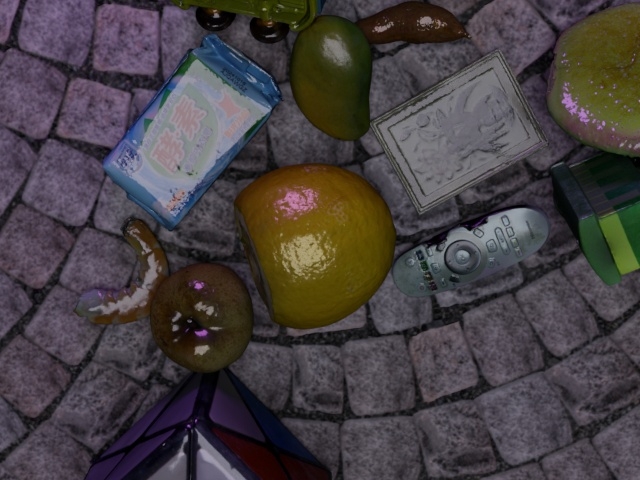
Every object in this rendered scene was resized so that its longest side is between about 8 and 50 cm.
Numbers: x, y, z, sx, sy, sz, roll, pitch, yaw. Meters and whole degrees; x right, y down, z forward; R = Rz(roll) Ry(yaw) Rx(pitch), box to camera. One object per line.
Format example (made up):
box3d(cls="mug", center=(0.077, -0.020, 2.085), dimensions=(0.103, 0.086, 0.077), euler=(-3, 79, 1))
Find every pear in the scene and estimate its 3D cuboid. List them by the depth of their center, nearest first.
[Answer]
box3d(cls="pear", center=(-0.180, 0.116, 1.369), dimensions=(0.167, 0.136, 0.167), euler=(1, 92, 18))

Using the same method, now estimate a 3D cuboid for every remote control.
box3d(cls="remote control", center=(0.234, 0.015, 1.403), dimensions=(0.256, 0.045, 0.097), euler=(-21, 101, 7))

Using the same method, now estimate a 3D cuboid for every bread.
box3d(cls="bread", center=(0.461, -0.234, 1.243), dimensions=(0.302, 0.301, 0.045), euler=(-18, 143, 3))

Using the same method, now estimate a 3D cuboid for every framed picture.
box3d(cls="framed picture", center=(0.213, -0.164, 1.378), dimensions=(0.231, 0.010, 0.173), euler=(-30, 101, 6))

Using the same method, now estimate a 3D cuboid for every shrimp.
box3d(cls="shrimp", center=(-0.319, 0.050, 1.404), dimensions=(0.161, 0.049, 0.166), euler=(-8, 101, -1))

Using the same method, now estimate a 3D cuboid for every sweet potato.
box3d(cls="sweet potato", center=(0.110, -0.319, 1.320), dimensions=(0.226, 0.068, 0.068), euler=(1, 103, 13))

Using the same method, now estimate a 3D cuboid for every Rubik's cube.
box3d(cls="Rubik's cube", center=(-0.180, 0.414, 1.351), dimensions=(0.310, 0.307, 0.305), euler=(-42, 99, 8))

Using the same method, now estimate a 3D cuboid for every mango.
box3d(cls="mango", center=(0.015, -0.235, 1.312), dimensions=(0.122, 0.085, 0.191), euler=(2, 118, 2))

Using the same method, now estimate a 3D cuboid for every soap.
box3d(cls="soap", center=(-0.195, -0.159, 1.342), dimensions=(0.156, 0.077, 0.293), euler=(38, 99, -8))

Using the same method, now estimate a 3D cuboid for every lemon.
box3d(cls="lemon", center=(0.000, 0.000, 1.304), dimensions=(0.219, 0.240, 0.240), euler=(-20, 102, -8))

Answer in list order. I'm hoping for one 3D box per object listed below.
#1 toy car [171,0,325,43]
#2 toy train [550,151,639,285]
box3d(cls="toy car", center=(-0.103, -0.394, 1.242), dimensions=(0.248, 0.200, 0.142), euler=(16, 64, 6))
box3d(cls="toy train", center=(0.444, -0.056, 1.264), dimensions=(0.202, 0.301, 0.120), euler=(-24, 106, 13))
